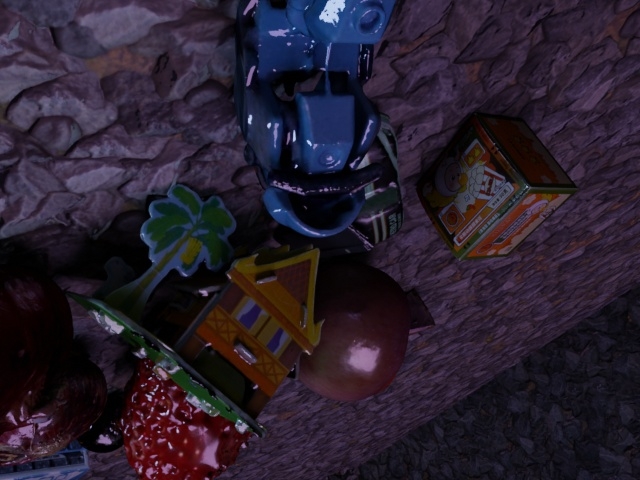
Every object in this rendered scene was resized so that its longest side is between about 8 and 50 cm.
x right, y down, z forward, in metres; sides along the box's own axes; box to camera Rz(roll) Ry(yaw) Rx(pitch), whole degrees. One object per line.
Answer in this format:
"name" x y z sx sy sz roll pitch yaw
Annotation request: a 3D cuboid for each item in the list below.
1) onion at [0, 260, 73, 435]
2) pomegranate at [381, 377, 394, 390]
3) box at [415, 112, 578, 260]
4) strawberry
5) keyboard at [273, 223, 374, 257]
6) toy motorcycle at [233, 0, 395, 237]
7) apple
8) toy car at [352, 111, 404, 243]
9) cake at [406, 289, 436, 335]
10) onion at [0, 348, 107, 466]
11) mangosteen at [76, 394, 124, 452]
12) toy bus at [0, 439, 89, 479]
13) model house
"onion" -0.469 0.184 0.796 0.314 0.232 0.314 -50 175 -5
"pomegranate" 0.103 0.279 1.471 0.210 0.210 0.235 -6 113 -30
"box" 0.302 -0.092 1.032 0.148 0.177 0.195 -1 143 -34
"strawberry" -0.280 0.302 1.172 0.317 0.295 0.345 -46 138 -40
"keyboard" 0.000 -0.001 0.980 0.072 0.023 0.231 41 155 -22
"toy motorcycle" 0.004 -0.163 0.639 0.172 0.232 0.416 -6 145 -25
"apple" 0.046 0.186 1.200 0.235 0.305 0.305 14 138 -15
"toy car" 0.071 -0.075 0.945 0.136 0.125 0.306 -23 152 -3
"cake" 0.222 0.225 1.608 0.116 0.112 0.295 -16 163 -11
"onion" -0.512 0.295 1.047 0.246 0.190 0.246 -32 169 -7
"mangosteen" -0.503 0.420 1.337 0.137 0.137 0.151 8 172 -44
"toy bus" -0.671 0.478 1.279 0.297 0.131 0.106 11 137 -46
"model house" -0.174 0.081 0.939 0.357 0.312 0.243 47 152 -24
